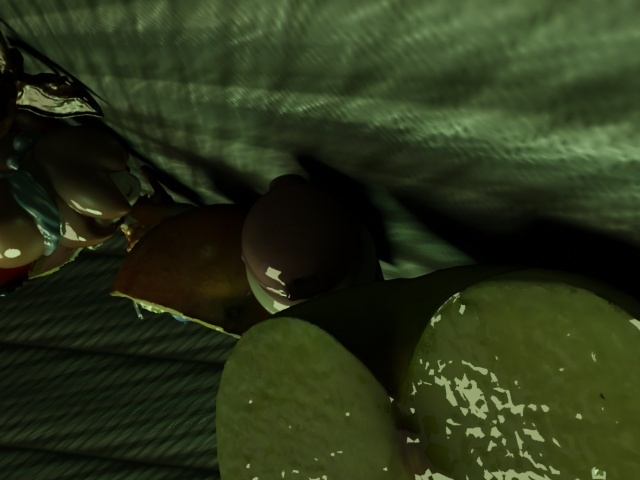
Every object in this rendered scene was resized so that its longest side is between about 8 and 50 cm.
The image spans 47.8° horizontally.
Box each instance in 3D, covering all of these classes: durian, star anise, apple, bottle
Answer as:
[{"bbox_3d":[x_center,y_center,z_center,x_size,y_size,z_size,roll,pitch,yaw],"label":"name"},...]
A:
[{"bbox_3d":[-0.448,0.004,1.240,0.078,0.140,0.224,63,-163,-13],"label":"durian"},{"bbox_3d":[-0.338,-0.203,0.805,0.158,0.144,0.140,37,-143,17],"label":"star anise"},{"bbox_3d":[-0.095,0.043,0.907,0.293,0.163,0.251,21,168,-15],"label":"apple"},{"bbox_3d":[-0.004,0.024,0.658,0.120,0.120,0.253,30,168,16],"label":"bottle"},{"bbox_3d":[0.095,0.201,0.478,0.320,0.312,0.360,-172,67,-83],"label":"apple"}]

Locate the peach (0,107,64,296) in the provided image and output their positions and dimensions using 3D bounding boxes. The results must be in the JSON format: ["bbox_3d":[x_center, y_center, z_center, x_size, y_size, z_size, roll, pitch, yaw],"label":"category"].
[{"bbox_3d":[-0.647,-0.085,1.307,0.339,0.416,0.353,36,173,21],"label":"peach"}]

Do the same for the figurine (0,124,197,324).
[{"bbox_3d":[-0.330,-0.031,1.127,0.388,0.248,0.276,42,-169,-35],"label":"figurine"}]
